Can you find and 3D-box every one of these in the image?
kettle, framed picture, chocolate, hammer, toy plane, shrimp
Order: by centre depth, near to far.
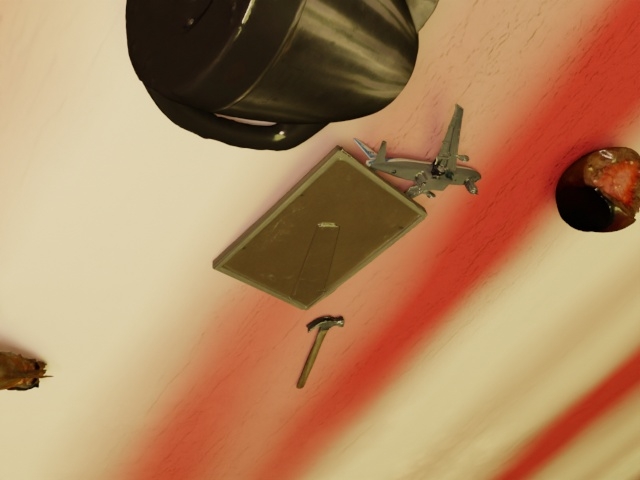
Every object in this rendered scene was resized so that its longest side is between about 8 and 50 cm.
[{"bbox_3d":[-0.018,-0.182,0.495,0.271,0.207,0.251,5,115,-46],"label":"kettle"},{"bbox_3d":[-0.461,0.160,0.651,0.248,0.150,0.068,34,73,-53],"label":"shrimp"},{"bbox_3d":[0.146,-0.095,0.719,0.226,0.058,0.226,10,138,-28],"label":"toy plane"},{"bbox_3d":[0.000,0.000,0.728,0.189,0.023,0.260,28,124,-36],"label":"framed picture"},{"bbox_3d":[0.444,-0.081,0.806,0.133,0.127,0.124,-24,119,-19],"label":"chocolate"},{"bbox_3d":[-0.015,0.201,0.919,0.062,0.017,0.182,5,126,-24],"label":"hammer"}]
